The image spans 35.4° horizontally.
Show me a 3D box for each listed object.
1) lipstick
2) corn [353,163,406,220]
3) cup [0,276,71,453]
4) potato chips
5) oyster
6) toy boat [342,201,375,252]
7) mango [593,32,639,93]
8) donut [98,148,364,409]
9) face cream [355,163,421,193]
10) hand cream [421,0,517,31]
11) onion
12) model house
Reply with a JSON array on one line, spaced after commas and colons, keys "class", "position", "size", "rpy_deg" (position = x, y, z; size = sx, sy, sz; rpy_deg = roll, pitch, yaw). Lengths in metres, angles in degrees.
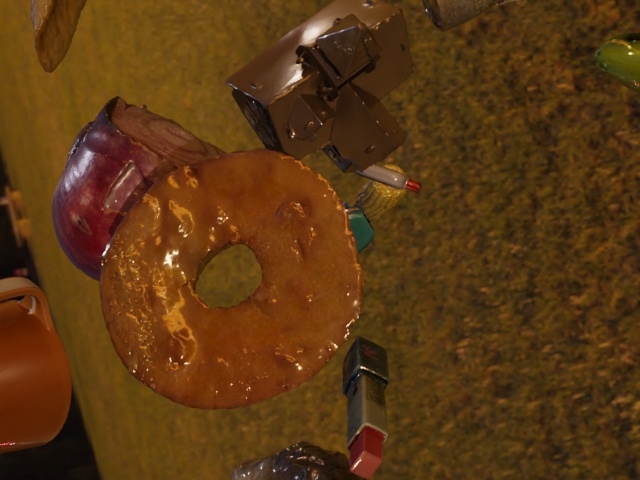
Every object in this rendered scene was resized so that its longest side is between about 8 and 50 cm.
[{"class": "lipstick", "position": [0.059, 0.208, 1.258], "size": [0.051, 0.051, 0.312], "rpy_deg": [-59, 8, 15]}, {"class": "corn", "position": [0.104, -0.081, 1.809], "size": [0.203, 0.072, 0.072], "rpy_deg": [131, 124, -72]}, {"class": "cup", "position": [-0.417, 0.153, 1.133], "size": [0.182, 0.264, 0.226], "rpy_deg": [31, 111, 28]}, {"class": "potato chips", "position": [-0.243, -0.358, 1.143], "size": [0.080, 0.407, 0.057], "rpy_deg": [12, 150, 25]}, {"class": "oyster", "position": [0.012, 0.369, 1.392], "size": [0.341, 0.166, 0.110], "rpy_deg": [36, 137, 54]}, {"class": "toy boat", "position": [0.000, 0.000, 1.636], "size": [0.091, 0.175, 0.110], "rpy_deg": [57, -176, -23]}, {"class": "mango", "position": [0.453, -0.241, 1.394], "size": [0.091, 0.165, 0.074], "rpy_deg": [142, 127, -60]}, {"class": "donut", "position": [-0.086, 0.042, 1.047], "size": [0.108, 0.277, 0.277], "rpy_deg": [40, -147, -77]}, {"class": "face cream", "position": [0.083, -0.078, 1.231], "size": [0.040, 0.083, 0.021], "rpy_deg": [14, -83, -76]}, {"class": "hand cream", "position": [0.205, -0.294, 1.068], "size": [0.084, 0.203, 0.084], "rpy_deg": [-20, -90, -88]}, {"class": "onion", "position": [-0.244, -0.046, 1.336], "size": [0.272, 0.256, 0.230], "rpy_deg": [42, 107, 10]}, {"class": "model house", "position": [0.026, -0.164, 1.027], "size": [0.176, 0.181, 0.248], "rpy_deg": [53, 169, -2]}]
